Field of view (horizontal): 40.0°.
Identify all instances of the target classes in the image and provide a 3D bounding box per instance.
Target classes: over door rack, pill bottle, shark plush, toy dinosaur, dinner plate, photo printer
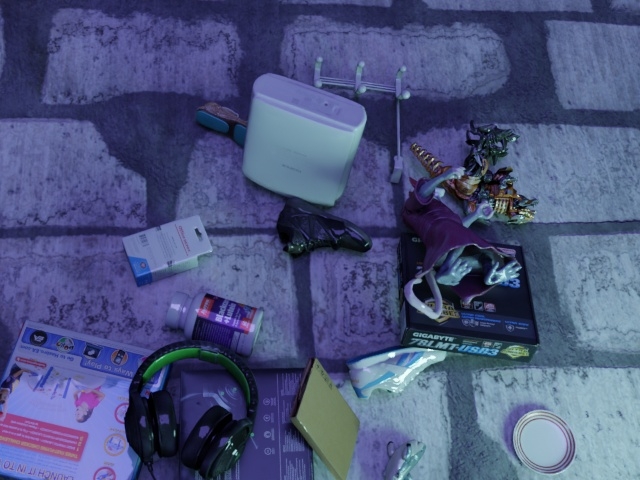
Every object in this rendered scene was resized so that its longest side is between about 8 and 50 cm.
[{"bbox_3d":[0.093,-0.312,2.165,0.239,0.108,0.324,6,64,-4],"label":"over door rack"},{"bbox_3d":[-0.228,0.173,1.883,0.193,0.108,0.108,16,63,0],"label":"pill bottle"},{"bbox_3d":[0.173,0.486,1.818,0.067,0.073,0.161,33,55,-25],"label":"shark plush"},{"bbox_3d":[0.377,-0.161,2.114,0.321,0.164,0.218,29,79,-17],"label":"toy dinosaur"},{"bbox_3d":[0.483,0.437,1.901,0.141,0.017,0.141,3,63,-7],"label":"dinner plate"},{"bbox_3d":[-0.048,-0.209,1.982,0.256,0.308,0.107,20,54,2],"label":"photo printer"}]

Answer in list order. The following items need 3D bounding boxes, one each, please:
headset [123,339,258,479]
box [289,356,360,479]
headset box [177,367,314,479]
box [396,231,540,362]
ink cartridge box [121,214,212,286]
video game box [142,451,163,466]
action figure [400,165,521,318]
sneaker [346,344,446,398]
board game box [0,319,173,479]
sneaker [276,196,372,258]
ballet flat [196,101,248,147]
[{"bbox_3d":[-0.259,0.377,1.645,0.243,0.185,0.394,14,49,0],"label":"headset"},{"bbox_3d":[0.012,0.361,1.766,0.021,0.201,0.164,-17,30,27],"label":"box"},{"bbox_3d":[-0.161,0.393,1.772,0.283,0.131,0.246,-1,65,-8],"label":"headset box"},{"bbox_3d":[0.321,0.119,1.962,0.295,0.073,0.293,8,47,-5],"label":"box"},{"bbox_3d":[-0.341,0.022,1.968,0.180,0.060,0.104,-18,67,-15],"label":"ink cartridge box"},{"bbox_3d":[-0.440,0.383,1.787,0.187,0.048,0.205,-19,68,-18],"label":"video game box"},{"bbox_3d":[0.269,-0.007,1.945,0.276,0.248,0.370,-44,40,7],"label":"action figure"},{"bbox_3d":[0.169,0.278,1.908,0.228,0.087,0.092,-12,89,-17],"label":"sneaker"},{"bbox_3d":[-0.480,0.340,1.729,0.308,0.086,0.302,14,64,0],"label":"board game box"},{"bbox_3d":[0.000,0.000,2.014,0.227,0.087,0.130,24,65,8],"label":"sneaker"},{"bbox_3d":[-0.202,-0.280,2.133,0.206,0.073,0.067,31,50,4],"label":"ballet flat"}]
